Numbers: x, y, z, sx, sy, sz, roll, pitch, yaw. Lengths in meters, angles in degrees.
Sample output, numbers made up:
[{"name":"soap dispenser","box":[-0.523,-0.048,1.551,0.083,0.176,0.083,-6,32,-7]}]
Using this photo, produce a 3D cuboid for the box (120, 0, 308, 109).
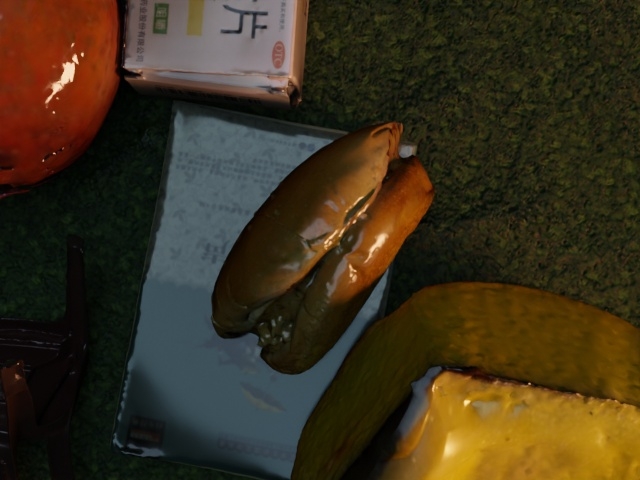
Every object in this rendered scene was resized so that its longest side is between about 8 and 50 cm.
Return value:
[{"name":"box","box":[-0.096,-0.302,1.356,0.173,0.145,0.333,4,87,5]}]

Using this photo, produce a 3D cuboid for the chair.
[{"name":"chair","box":[-0.324,0.169,1.368,0.175,0.183,0.326,5,133,3]}]

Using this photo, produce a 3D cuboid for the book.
[{"name":"book","box":[-0.060,0.060,1.396,0.264,0.031,0.379,10,88,4]}]

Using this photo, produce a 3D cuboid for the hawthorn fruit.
[{"name":"hawthorn fruit","box":[-0.325,-0.153,1.306,0.276,0.276,0.307,0,91,3]}]

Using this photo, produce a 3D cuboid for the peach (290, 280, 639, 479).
[{"name":"peach","box":[0.155,0.211,1.278,0.380,0.242,0.306,5,109,-10]}]

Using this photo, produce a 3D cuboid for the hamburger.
[{"name":"hamburger","box":[0.000,0.000,1.302,0.144,0.156,0.283,36,92,4]}]
